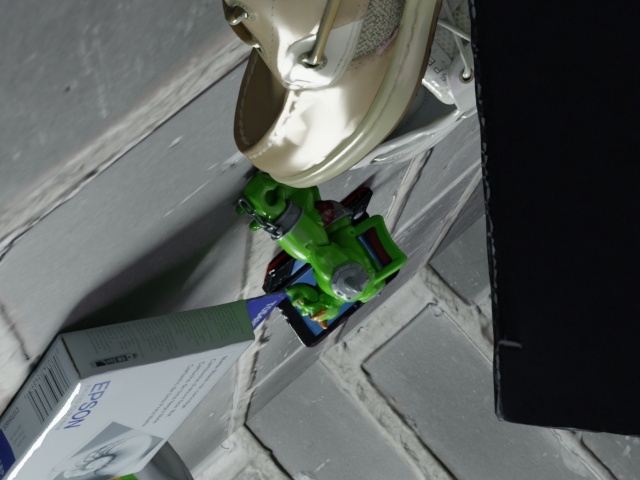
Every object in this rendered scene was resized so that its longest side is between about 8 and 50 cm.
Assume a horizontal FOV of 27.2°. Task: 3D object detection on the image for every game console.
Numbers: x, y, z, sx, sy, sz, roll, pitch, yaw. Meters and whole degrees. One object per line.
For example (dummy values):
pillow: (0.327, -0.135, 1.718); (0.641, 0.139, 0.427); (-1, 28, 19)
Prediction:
game console: (0.018, 0.030, 1.402); (0.144, 0.085, 0.124); (-41, 172, -15)

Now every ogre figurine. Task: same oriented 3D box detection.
ogre figurine: (0.000, 0.000, 1.053); (0.097, 0.118, 0.197); (-40, 171, -14)

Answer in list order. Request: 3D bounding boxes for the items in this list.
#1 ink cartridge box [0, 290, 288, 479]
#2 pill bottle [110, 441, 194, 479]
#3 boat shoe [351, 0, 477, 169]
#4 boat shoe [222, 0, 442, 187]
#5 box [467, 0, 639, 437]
ink cartridge box: (-0.148, 0.130, 1.070); (0.224, 0.045, 0.223); (-11, 152, -41)
pill bottle: (-0.247, 0.279, 1.262); (0.245, 0.136, 0.136); (-42, 172, 1)
boat shoe: (0.090, -0.129, 0.883); (0.096, 0.098, 0.277); (-35, 170, -46)
boat shoe: (0.003, -0.125, 0.556); (0.098, 0.109, 0.302); (5, 152, -19)
box: (0.186, -0.140, 0.426); (0.179, 0.313, 0.343); (3, -161, 30)
